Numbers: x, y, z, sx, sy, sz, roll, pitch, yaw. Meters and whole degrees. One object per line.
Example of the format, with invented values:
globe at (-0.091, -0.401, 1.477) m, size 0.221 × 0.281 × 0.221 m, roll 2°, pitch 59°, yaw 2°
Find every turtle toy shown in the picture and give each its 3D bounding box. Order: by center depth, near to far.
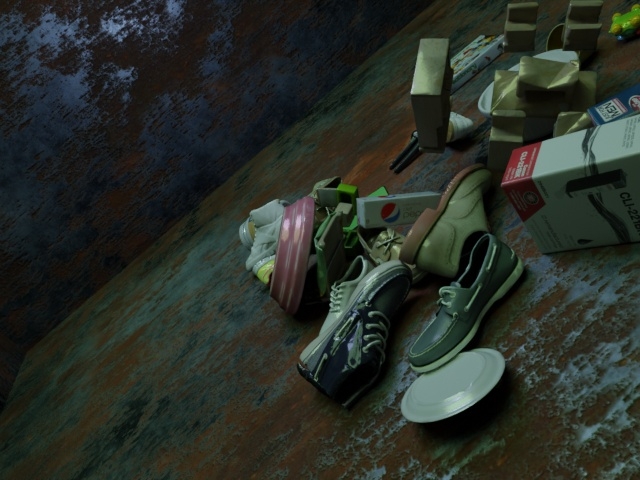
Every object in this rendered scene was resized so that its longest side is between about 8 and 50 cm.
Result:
turtle toy at (0.874, -0.604, 1.434) m, size 0.130 × 0.066 × 0.095 m, roll -14°, pitch 36°, yaw 43°

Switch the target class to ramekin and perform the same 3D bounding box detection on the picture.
ramekin at (0.581, -0.385, 1.404) m, size 0.272 × 0.127 × 0.273 m, roll -31°, pitch 26°, yaw 17°

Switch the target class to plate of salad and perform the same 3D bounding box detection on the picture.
plate of salad at (0.230, 0.254, 0.891) m, size 0.199 × 0.048 × 0.200 m, roll -32°, pitch 6°, yaw 4°

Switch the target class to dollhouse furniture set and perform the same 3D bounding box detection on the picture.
dollhouse furniture set at (0.435, -0.334, 1.239) m, size 0.393 × 0.256 × 0.363 m, roll 7°, pitch 73°, yaw 18°
dollhouse furniture set at (0.000, 0.000, 1.411) m, size 0.151 × 0.198 × 0.302 m, roll 5°, pitch 38°, yaw 21°

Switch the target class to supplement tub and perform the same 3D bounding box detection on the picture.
supplement tub at (-0.184, -0.046, 1.884) m, size 0.199 × 0.144 × 0.144 m, roll -24°, pitch 28°, yaw 29°

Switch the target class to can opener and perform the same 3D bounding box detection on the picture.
can opener at (0.305, -0.301, 1.742) m, size 0.186 × 0.073 × 0.059 m, roll -50°, pitch 44°, yaw -6°

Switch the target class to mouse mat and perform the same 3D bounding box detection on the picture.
mouse mat at (0.144, -0.100, 1.684) m, size 0.189 × 0.007 × 0.153 m, roll -33°, pitch 25°, yaw 12°

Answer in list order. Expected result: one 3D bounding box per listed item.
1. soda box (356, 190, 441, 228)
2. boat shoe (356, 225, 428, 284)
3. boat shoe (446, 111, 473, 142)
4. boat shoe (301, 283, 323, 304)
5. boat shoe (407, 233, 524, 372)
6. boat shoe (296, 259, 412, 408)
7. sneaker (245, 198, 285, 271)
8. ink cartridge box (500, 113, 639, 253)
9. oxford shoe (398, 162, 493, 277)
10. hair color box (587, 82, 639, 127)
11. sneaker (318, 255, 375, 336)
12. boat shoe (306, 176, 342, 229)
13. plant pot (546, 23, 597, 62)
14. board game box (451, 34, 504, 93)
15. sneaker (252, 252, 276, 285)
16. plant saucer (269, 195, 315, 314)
soda box at (0.204, -0.082, 1.348) m, size 0.215 × 0.074 × 0.069 m, roll -6°, pitch 13°, yaw -13°
boat shoe at (0.175, 0.024, 1.315) m, size 0.109 × 0.098 × 0.302 m, roll -41°, pitch 24°, yaw -3°
boat shoe at (0.417, -0.363, 1.658) m, size 0.096 × 0.098 × 0.277 m, roll -11°, pitch 19°, yaw -1°
boat shoe at (-0.004, 0.145, 1.433) m, size 0.132 × 0.042 × 0.049 m, roll -18°, pitch 28°, yaw 36°
boat shoe at (0.266, 0.116, 1.006) m, size 0.319 × 0.099 × 0.116 m, roll -44°, pitch 12°, yaw -16°
boat shoe at (0.109, 0.202, 1.105) m, size 0.341 × 0.127 × 0.158 m, roll -50°, pitch 32°, yaw -3°
sneaker at (-0.193, -0.023, 1.767) m, size 0.292 × 0.169 × 0.108 m, roll -41°, pitch -10°, yaw 36°
ink cartridge box at (0.505, -0.095, 0.933) m, size 0.272 × 0.197 × 0.114 m, roll -13°, pitch 37°, yaw 46°
oxford shoe at (0.335, -0.045, 1.218) m, size 0.146 × 0.141 × 0.397 m, roll 31°, pitch 53°, yaw 19°
hair color box at (0.701, -0.242, 0.934) m, size 0.347 × 0.174 × 0.105 m, roll -27°, pitch 27°, yaw 25°
sneaker at (0.057, 0.147, 1.280) m, size 0.094 × 0.091 × 0.258 m, roll -11°, pitch 37°, yaw 47°
boat shoe at (0.010, -0.144, 1.828) m, size 0.089 × 0.105 × 0.285 m, roll -28°, pitch 26°, yaw 30°
plant pot at (0.747, -0.571, 1.511) m, size 0.095 × 0.134 × 0.134 m, roll -16°, pitch 20°, yaw -14°
board game box at (0.570, -0.691, 2.028) m, size 0.305 × 0.053 × 0.193 m, roll -39°, pitch 24°, yaw 2°
sneaker at (-0.112, 0.078, 1.676) m, size 0.208 × 0.082 × 0.094 m, roll -34°, pitch 54°, yaw -6°
plant saucer at (-0.083, 0.036, 1.438) m, size 0.332 × 0.084 × 0.333 m, roll -170°, pitch 90°, yaw -84°
